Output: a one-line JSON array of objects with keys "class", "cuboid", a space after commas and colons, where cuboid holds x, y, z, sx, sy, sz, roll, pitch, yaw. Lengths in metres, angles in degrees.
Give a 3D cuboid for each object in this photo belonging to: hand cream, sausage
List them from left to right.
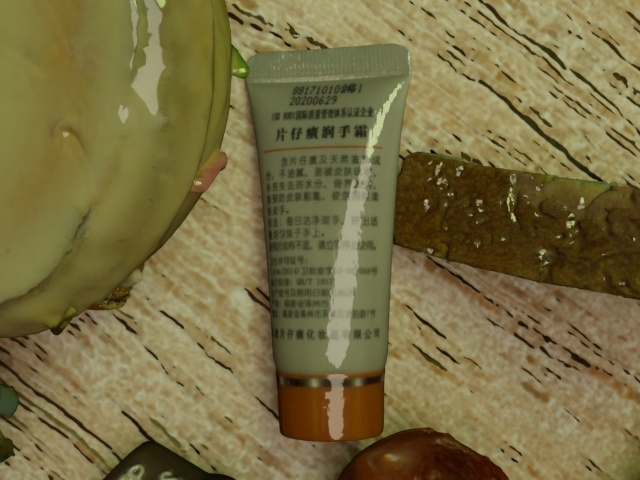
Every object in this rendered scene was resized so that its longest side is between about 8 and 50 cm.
[{"class": "hand cream", "cuboid": [0.000, 0.000, 0.813, 0.139, 0.089, 0.314, 2, 93, 17]}, {"class": "sausage", "cuboid": [0.082, 0.286, 0.806, 0.141, 0.153, 0.268, -2, 96, -23]}]

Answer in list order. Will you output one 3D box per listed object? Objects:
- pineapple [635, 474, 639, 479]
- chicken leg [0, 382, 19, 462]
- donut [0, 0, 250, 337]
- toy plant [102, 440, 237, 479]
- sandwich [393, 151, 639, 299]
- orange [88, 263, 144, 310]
[{"class": "pineapple", "cuboid": [0.309, 0.280, 0.883, 0.164, 0.139, 0.250, -8, 76, 31]}, {"class": "chicken leg", "cuboid": [-0.377, 0.242, 0.739, 0.201, 0.153, 0.429, 24, 96, -17]}, {"class": "donut", "cuboid": [-0.203, -0.103, 0.678, 0.307, 0.150, 0.371, 45, 111, 9]}, {"class": "toy plant", "cuboid": [-0.093, 0.253, 0.793, 0.200, 0.105, 0.143, 42, 75, 10]}, {"class": "sandwich", "cuboid": [0.235, -0.009, 0.838, 0.254, 0.288, 0.100, -6, 104, -53]}, {"class": "orange", "cuboid": [-0.176, 0.012, 0.797, 0.086, 0.062, 0.086, 0, 91, -7]}]
